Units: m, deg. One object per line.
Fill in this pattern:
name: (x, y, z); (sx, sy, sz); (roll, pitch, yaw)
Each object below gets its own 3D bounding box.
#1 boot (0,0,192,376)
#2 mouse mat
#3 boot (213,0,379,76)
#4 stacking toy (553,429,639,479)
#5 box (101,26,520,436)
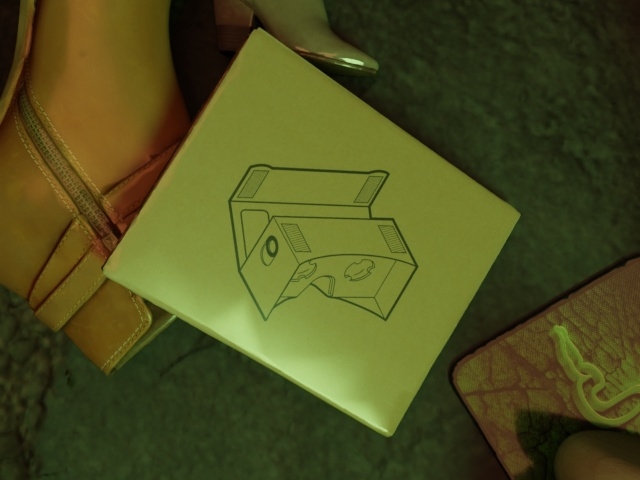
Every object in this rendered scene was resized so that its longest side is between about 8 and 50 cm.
boot: (-0.108, -0.077, 0.623); (0.283, 0.109, 0.220); (-43, 83, 0)
mouse mat: (0.188, 0.122, 0.630); (0.153, 0.007, 0.189); (-31, 84, 2)
boot: (-0.014, -0.155, 0.657); (0.118, 0.042, 0.087); (11, 84, 6)
stacking toy: (0.157, 0.280, 0.559); (0.141, 0.141, 0.330); (15, 94, 6)
box: (0.000, 0.000, 0.607); (0.201, 0.021, 0.164); (33, 83, -17)
